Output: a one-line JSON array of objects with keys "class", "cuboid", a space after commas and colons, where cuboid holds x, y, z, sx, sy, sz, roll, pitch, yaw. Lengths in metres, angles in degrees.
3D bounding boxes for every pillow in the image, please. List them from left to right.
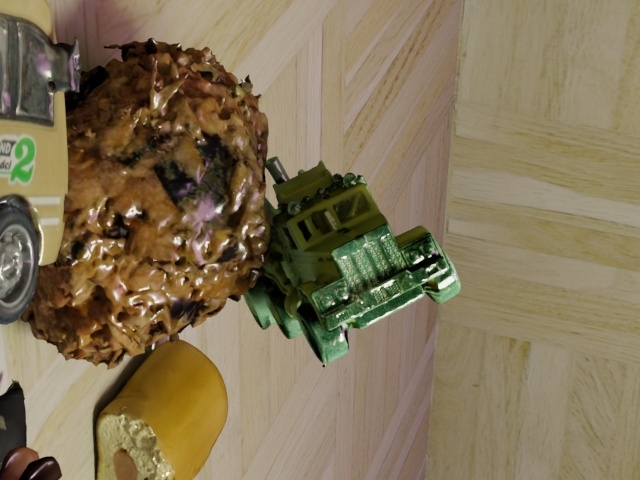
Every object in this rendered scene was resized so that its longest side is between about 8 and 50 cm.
[{"class": "pillow", "cuboid": [-0.253, 0.163, 1.044, 0.150, 0.048, 0.090, -29, 139, -75]}]

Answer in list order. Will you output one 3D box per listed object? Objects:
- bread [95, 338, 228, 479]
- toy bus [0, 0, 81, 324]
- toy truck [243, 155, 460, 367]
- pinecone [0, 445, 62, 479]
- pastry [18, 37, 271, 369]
[{"class": "bread", "cuboid": [-0.146, 0.182, 1.372, 0.173, 0.085, 0.134, -55, 153, -55]}, {"class": "toy bus", "cuboid": [-0.254, -0.058, 0.637, 0.365, 0.177, 0.202, -5, 101, -73]}, {"class": "toy truck", "cuboid": [0.002, 0.003, 1.140, 0.135, 0.128, 0.259, 66, -10, -14]}, {"class": "pinecone", "cuboid": [-0.216, 0.234, 0.859, 0.264, 0.264, 0.264, 12, 90, -75]}, {"class": "pastry", "cuboid": [-0.119, -0.019, 1.115, 0.275, 0.192, 0.275, 10, 90, -76]}]
